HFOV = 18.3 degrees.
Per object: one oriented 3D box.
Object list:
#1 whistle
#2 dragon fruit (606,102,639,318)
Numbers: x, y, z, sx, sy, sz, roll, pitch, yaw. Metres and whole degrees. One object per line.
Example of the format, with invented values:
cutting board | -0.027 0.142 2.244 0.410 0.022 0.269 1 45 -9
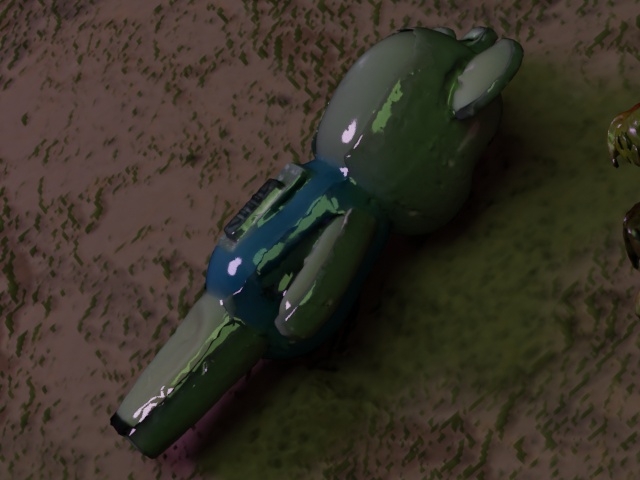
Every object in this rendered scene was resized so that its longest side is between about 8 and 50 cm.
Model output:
whistle | 0.000 0.000 0.851 0.235 0.077 0.114 -50 23 -5
dragon fruit | 0.194 -0.001 0.722 0.172 0.160 0.166 49 122 53
